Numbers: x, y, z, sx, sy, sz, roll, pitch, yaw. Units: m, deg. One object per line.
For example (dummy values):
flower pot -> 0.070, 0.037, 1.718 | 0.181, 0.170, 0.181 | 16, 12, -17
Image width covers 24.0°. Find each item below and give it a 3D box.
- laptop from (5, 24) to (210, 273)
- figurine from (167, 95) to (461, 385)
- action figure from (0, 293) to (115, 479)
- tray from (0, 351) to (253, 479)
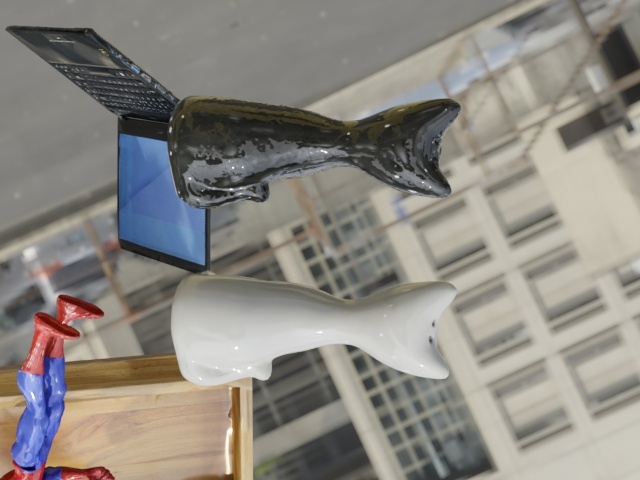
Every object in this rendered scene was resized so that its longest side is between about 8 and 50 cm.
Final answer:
laptop -> -0.231, -0.102, 1.627 | 0.234, 0.264, 0.137 | 14, -111, 57
figurine -> 0.000, 0.000, 1.100 | 0.209, 0.215, 0.092 | 0, -178, 17
action figure -> -0.245, 0.209, 1.458 | 0.280, 0.139, 0.091 | -68, 171, 22
tray -> -0.279, 0.231, 1.596 | 0.410, 0.203, 0.076 | -4, -155, -11
